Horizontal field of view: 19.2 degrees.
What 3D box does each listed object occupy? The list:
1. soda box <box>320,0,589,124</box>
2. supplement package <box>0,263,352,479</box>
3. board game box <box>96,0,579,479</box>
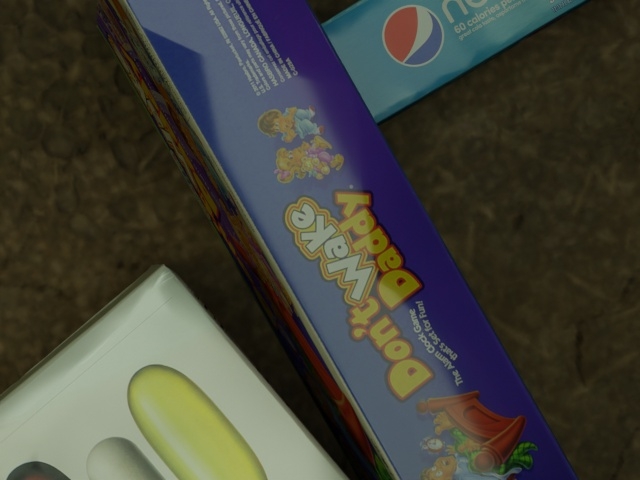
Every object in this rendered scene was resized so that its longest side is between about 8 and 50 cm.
[{"bbox_3d":[0.079,-0.132,1.100,0.210,0.071,0.067,-30,91,-6],"label":"soda box"},{"bbox_3d":[-0.095,0.148,1.032,0.194,0.149,0.203,-41,94,-6],"label":"supplement package"},{"bbox_3d":[0.000,0.000,1.006,0.078,0.233,0.347,-30,91,-7],"label":"board game box"}]
